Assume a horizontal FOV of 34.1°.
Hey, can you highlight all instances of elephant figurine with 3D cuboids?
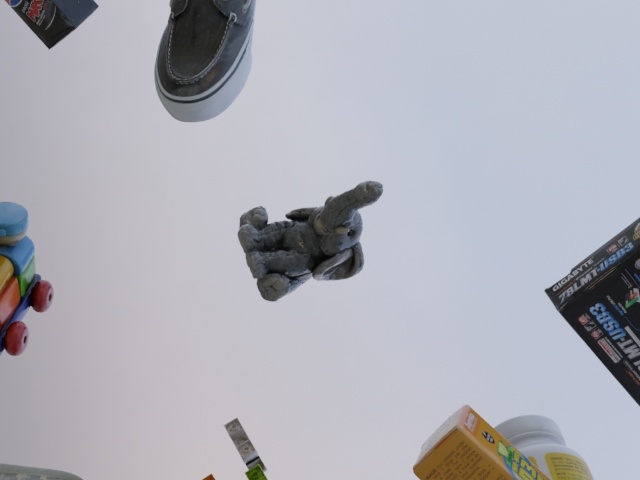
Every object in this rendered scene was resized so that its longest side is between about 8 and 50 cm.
[{"bbox_3d":[0.000,0.000,1.678,0.186,0.239,0.169,-110,178,-73],"label":"elephant figurine"}]

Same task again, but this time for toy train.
[{"bbox_3d":[-0.401,0.071,1.224,0.248,0.105,0.143,-76,174,-56],"label":"toy train"}]

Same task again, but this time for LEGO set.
[{"bbox_3d":[-0.069,0.317,1.155,0.227,0.087,0.093,51,-13,46],"label":"LEGO set"}]

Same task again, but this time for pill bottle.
[{"bbox_3d":[0.375,0.459,1.712,0.334,0.188,0.188,-101,-153,-48],"label":"pill bottle"}]

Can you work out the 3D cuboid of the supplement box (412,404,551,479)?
[{"bbox_3d":[0.209,0.283,1.094,0.233,0.078,0.080,40,-72,4],"label":"supplement box"}]

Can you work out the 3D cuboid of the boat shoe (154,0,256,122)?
[{"bbox_3d":[-0.140,-0.302,1.292,0.119,0.121,0.335,78,18,-56],"label":"boat shoe"}]

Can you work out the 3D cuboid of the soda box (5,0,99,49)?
[{"bbox_3d":[-0.324,-0.294,1.127,0.053,0.060,0.169,-26,-67,37],"label":"soda box"}]

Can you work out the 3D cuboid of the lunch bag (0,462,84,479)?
[{"bbox_3d":[-0.294,0.395,1.138,0.169,0.287,0.235,-28,-139,34],"label":"lunch bag"}]

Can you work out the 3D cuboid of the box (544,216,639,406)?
[{"bbox_3d":[0.540,0.093,1.578,0.293,0.295,0.073,-39,-155,12],"label":"box"}]
